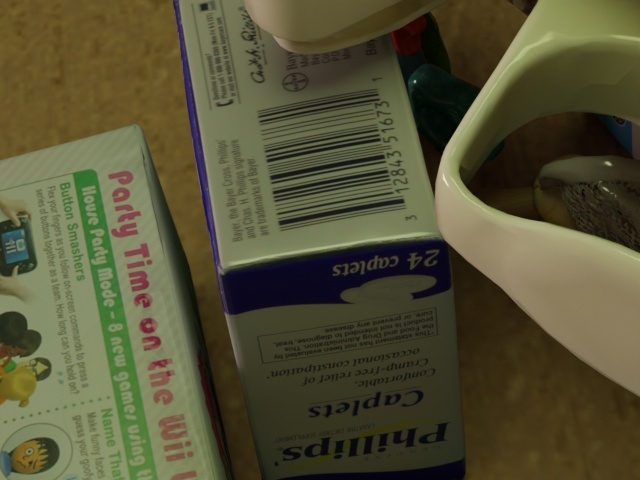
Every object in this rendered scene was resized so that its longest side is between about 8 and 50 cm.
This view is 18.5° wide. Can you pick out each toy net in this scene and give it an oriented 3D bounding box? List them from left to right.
[{"bbox_3d":[0.067,-0.047,0.701,0.232,0.122,0.045,34,66,30],"label":"toy net"}]

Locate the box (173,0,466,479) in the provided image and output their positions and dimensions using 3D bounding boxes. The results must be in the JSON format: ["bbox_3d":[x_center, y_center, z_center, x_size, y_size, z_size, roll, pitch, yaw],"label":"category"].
[{"bbox_3d":[0.000,0.000,0.661,0.072,0.137,0.126,-11,50,-1],"label":"box"}]

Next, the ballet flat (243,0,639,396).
[{"bbox_3d":[0.088,-0.075,0.562,0.182,0.164,0.483,-39,65,-9],"label":"ballet flat"}]

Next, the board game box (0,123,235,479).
[{"bbox_3d":[-0.178,0.104,0.633,0.303,0.097,0.224,-14,51,-1],"label":"board game box"}]

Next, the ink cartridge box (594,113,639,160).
[{"bbox_3d":[0.166,-0.040,0.689,0.062,0.104,0.181,-27,53,-12],"label":"ink cartridge box"}]
